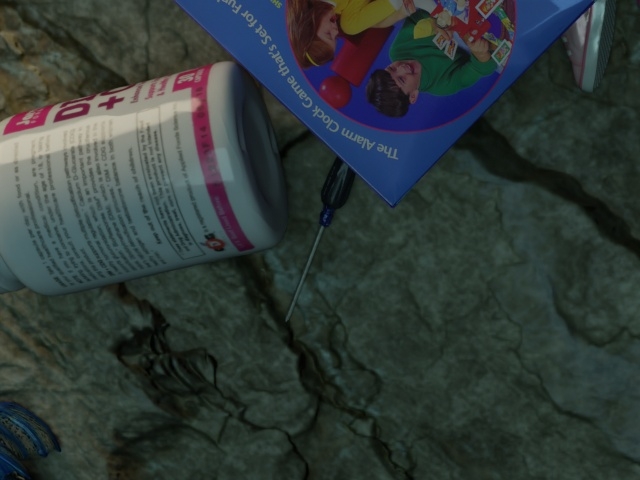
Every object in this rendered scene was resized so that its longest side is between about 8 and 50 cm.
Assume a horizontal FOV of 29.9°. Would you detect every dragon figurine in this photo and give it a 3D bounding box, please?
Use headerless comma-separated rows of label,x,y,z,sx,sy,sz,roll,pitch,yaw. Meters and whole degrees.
dragon figurine,-0.303,0.209,1.118,0.289,0.085,0.144,30,105,3

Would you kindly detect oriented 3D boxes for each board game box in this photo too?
board game box,0.016,-0.230,0.956,0.347,0.078,0.233,44,115,0

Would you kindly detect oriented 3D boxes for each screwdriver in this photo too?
screwdriver,0.000,0.000,1.063,0.025,0.024,0.169,27,108,32

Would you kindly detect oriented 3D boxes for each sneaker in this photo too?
sneaker,0.204,-0.191,0.982,0.070,0.051,0.134,9,113,24

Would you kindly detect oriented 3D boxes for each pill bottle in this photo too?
pill bottle,-0.183,-0.043,1.009,0.283,0.160,0.160,-13,99,11

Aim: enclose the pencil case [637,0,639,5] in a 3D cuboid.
pencil case,0.332,-0.144,0.952,0.098,0.095,0.209,-28,95,34
